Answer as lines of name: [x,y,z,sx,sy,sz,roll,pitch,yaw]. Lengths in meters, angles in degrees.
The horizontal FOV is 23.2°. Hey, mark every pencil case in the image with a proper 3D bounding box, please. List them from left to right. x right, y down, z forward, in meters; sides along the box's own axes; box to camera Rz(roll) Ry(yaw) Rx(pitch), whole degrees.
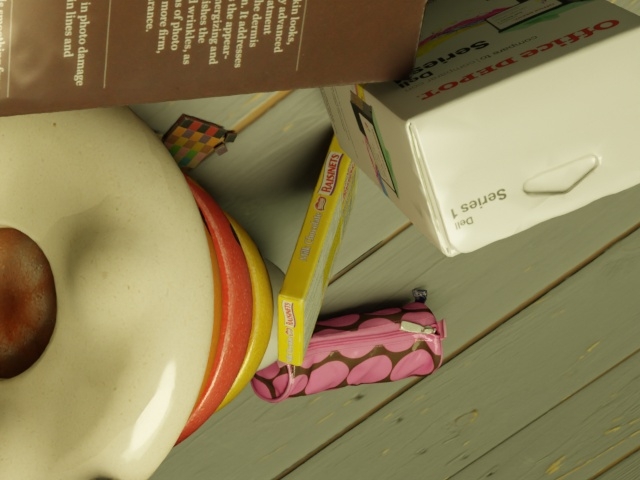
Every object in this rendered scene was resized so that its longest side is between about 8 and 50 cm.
pencil case: [0.028,0.115,1.651,0.209,0.095,0.098,-10,178,-28]

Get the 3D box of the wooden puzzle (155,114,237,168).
wooden puzzle: [-0.114,-0.086,1.356,0.083,0.006,0.049,15,128,-46]

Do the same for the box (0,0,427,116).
box: [-0.112,-0.204,1.046,0.381,0.143,0.191,-7,124,-25]

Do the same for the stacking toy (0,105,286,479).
stacking toy: [-0.158,0.052,1.329,0.350,0.351,0.480,-39,164,17]

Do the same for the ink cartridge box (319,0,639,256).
ink cartridge box: [0.129,-0.116,1.226,0.201,0.278,0.117,-22,114,-7]

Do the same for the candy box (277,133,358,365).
candy box: [0.000,0.000,1.398,0.027,0.206,0.105,11,144,10]
